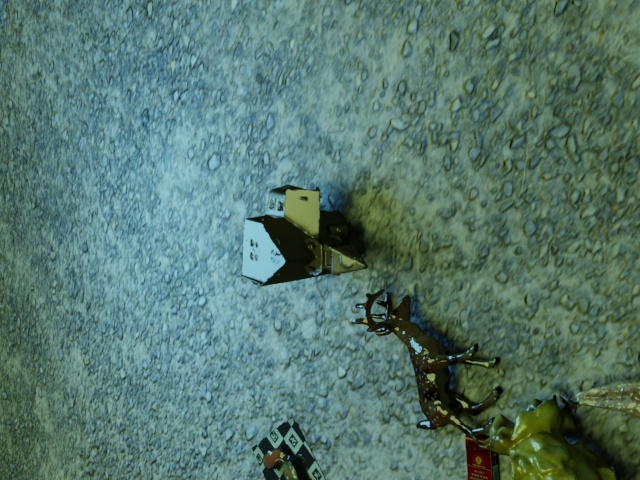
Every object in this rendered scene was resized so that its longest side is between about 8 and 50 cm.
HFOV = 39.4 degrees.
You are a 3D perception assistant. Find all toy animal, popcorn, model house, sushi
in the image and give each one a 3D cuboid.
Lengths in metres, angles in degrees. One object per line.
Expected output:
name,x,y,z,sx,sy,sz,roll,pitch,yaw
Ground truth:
toy animal,0.169,0.204,1.480,0.259,0.087,0.244,-2,95,44
popcorn,0.326,0.325,1.274,0.173,0.168,0.195,-29,79,18
model house,0.000,0.000,1.540,0.248,0.180,0.176,16,109,49
sushi,-0.054,0.515,1.806,0.192,0.043,0.280,-43,67,42

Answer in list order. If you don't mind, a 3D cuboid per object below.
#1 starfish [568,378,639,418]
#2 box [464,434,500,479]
starfish,0.497,0.234,1.101,0.383,0.132,0.398,38,148,34
box,0.264,0.358,1.455,0.051,0.023,0.082,2,99,45
